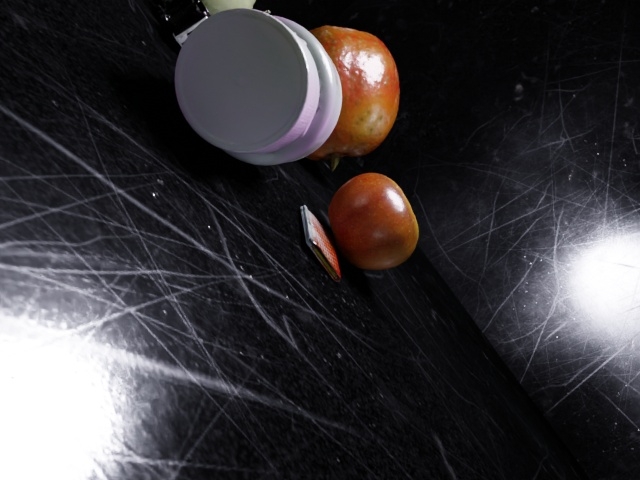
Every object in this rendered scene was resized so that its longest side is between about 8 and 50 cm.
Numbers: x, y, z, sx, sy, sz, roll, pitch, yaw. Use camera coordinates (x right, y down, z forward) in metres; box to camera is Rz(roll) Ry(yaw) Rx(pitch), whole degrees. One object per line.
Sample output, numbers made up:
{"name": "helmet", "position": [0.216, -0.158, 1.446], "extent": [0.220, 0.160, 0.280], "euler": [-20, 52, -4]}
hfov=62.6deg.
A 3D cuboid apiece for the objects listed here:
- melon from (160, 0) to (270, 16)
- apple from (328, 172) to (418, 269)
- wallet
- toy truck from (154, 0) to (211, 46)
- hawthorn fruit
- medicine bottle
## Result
{"name": "melon", "position": [-0.299, -0.671, 1.350], "extent": [0.308, 0.272, 0.272], "euler": [30, 12, 1]}
{"name": "apple", "position": [0.104, -0.036, 1.146], "extent": [0.235, 0.173, 0.210], "euler": [-167, -127, -84]}
{"name": "wallet", "position": [0.000, 0.000, 1.024], "extent": [0.103, 0.020, 0.196], "euler": [52, 9, -20]}
{"name": "toy truck", "position": [-0.291, -0.483, 1.196], "extent": [0.125, 0.101, 0.242], "euler": [56, 3, -45]}
{"name": "hawthorn fruit", "position": [0.030, -0.400, 1.545], "extent": [0.403, 0.403, 0.403], "euler": [48, 12, -14]}
{"name": "medicine bottle", "position": [-0.093, -0.247, 0.879], "extent": [0.241, 0.241, 0.302], "euler": [51, 12, -3]}
